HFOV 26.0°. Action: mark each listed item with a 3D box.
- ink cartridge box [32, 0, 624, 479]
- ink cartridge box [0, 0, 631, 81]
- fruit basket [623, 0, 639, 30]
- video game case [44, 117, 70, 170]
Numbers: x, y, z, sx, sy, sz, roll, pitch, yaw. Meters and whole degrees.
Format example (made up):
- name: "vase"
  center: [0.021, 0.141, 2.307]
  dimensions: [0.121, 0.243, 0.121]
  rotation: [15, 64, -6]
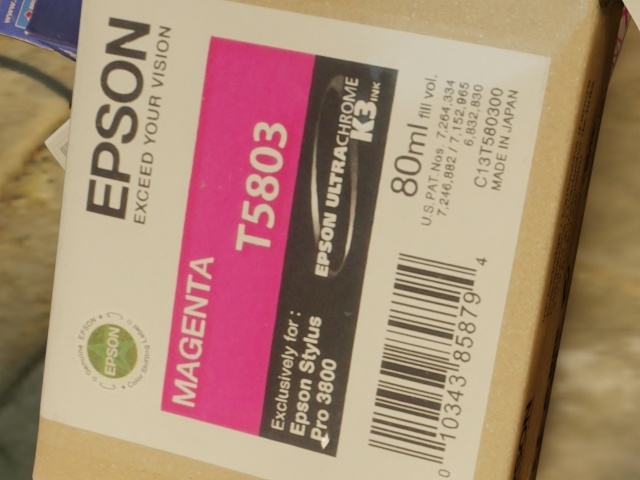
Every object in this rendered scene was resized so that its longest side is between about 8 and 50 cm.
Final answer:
- name: "ink cartridge box"
  center: [0.000, 0.000, 0.538]
  dimensions: [0.193, 0.088, 0.234]
  rotation: [11, 103, 16]
- name: "ink cartridge box"
  center: [-0.009, -0.149, 0.627]
  dimensions: [0.311, 0.065, 0.185]
  rotation: [17, 89, 23]
- name: "fruit basket"
  center: [0.271, -0.079, 0.386]
  dimensions: [0.327, 0.165, 0.353]
  rotation: [-32, 80, 21]
- name: "video game case"
  center: [-0.061, -0.019, 0.620]
  dimensions: [0.087, 0.011, 0.122]
  rotation: [-36, 90, 32]
